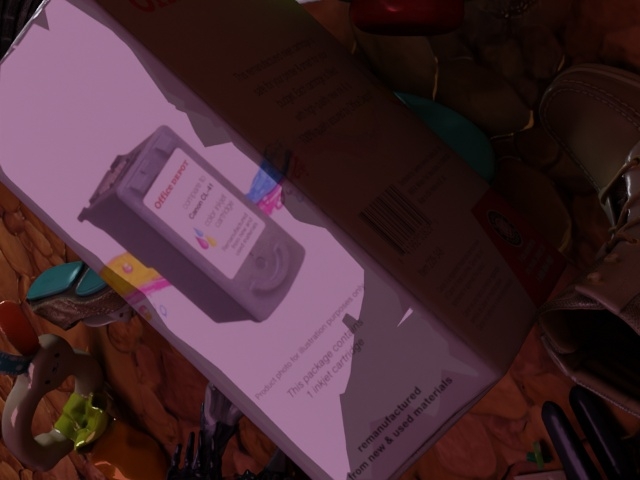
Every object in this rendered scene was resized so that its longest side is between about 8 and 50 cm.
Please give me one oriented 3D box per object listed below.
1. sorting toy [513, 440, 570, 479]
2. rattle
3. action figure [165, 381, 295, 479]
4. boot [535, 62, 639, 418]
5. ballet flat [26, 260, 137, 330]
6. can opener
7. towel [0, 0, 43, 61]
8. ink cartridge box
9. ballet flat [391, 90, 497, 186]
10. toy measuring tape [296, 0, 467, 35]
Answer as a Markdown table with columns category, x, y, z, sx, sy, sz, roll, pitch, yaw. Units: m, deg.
| category | x | y | z | sx | sy | sz | roll | pitch | yaw |
| --- | --- | --- | --- | --- | --- | --- | --- | --- | --- |
| sorting toy | 0.164 | 0.185 | 1.243 | 0.062 | 0.012 | 0.083 | -17 | 101 | 56 |
| rattle | -0.240 | 0.158 | 1.631 | 0.143 | 0.130 | 0.200 | 44 | 153 | 36 |
| action figure | -0.044 | 0.202 | 1.417 | 0.164 | 0.141 | 0.275 | 23 | 178 | 6 |
| boot | 0.171 | -0.002 | 0.957 | 0.213 | 0.165 | 0.077 | 45 | 143 | 18 |
| ballet flat | -0.202 | 0.047 | 1.583 | 0.067 | 0.073 | 0.206 | 41 | 155 | -21 |
| can opener | 0.205 | 0.187 | 1.151 | 0.186 | 0.059 | 0.073 | 58 | 147 | 2 |
| towel | -0.296 | -0.189 | 1.385 | 0.235 | 0.121 | 0.284 | 1 | 87 | 57 |
| ink cartridge box | -0.022 | -0.023 | 0.973 | 0.306 | 0.226 | 0.131 | 43 | 113 | 4 |
| ballet flat | 0.008 | -0.079 | 1.169 | 0.247 | 0.087 | 0.083 | 25 | 94 | 42 |
| toy measuring tape | 0.009 | -0.180 | 1.065 | 0.330 | 0.121 | 0.121 | 0 | 114 | 49 |
